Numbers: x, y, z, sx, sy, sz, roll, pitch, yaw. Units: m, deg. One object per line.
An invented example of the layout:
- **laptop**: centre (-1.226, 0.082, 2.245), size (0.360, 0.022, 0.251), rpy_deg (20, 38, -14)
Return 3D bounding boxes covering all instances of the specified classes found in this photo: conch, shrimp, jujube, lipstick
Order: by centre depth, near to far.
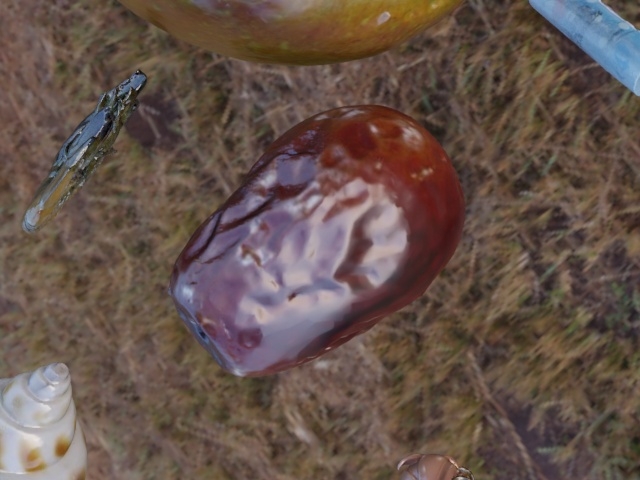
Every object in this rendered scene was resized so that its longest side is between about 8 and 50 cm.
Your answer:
- **lipstick**: centre (0.266, -0.202, 1.063), size (0.158, 0.048, 0.048), rpy_deg (51, 147, 34)
- **conch**: centre (-0.319, 0.219, 1.073), size (0.183, 0.275, 0.149), rpy_deg (34, -177, -13)
- **jujube**: centre (0.000, 0.000, 1.139), size (0.223, 0.318, 0.223), rpy_deg (48, 165, 17)
- **shrimp**: centre (-0.241, -0.098, 1.154), size (0.051, 0.217, 0.150), rpy_deg (35, 164, -10)

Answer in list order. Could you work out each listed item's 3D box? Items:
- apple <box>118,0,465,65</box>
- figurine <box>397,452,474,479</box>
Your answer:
- **apple**: centre (-0.039, -0.307, 0.730), size (0.374, 0.374, 0.384), rpy_deg (14, 156, 43)
- **figurine**: centre (0.140, 0.286, 1.156), size (0.157, 0.126, 0.114), rpy_deg (62, 178, 20)
